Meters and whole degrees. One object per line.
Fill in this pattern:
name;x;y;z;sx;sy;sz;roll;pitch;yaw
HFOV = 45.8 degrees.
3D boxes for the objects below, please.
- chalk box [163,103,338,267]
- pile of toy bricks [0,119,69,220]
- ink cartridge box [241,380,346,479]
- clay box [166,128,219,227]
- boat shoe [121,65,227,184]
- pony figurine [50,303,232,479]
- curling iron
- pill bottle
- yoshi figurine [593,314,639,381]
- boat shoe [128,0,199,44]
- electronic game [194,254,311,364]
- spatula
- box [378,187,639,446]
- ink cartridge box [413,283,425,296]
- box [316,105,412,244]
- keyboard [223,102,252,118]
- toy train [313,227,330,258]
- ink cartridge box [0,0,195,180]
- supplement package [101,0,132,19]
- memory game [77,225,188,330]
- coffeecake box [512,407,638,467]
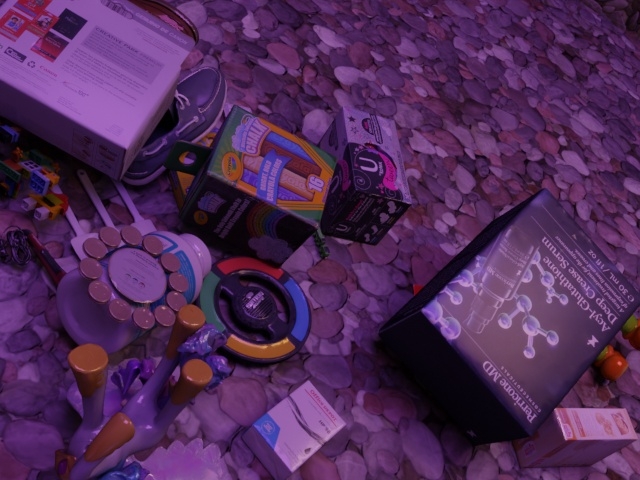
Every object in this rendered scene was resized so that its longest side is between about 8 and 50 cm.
chalk box;-0.145;-0.112;1.421;0.288;0.180;0.179;27;53;-14
pile of toy bricks;-0.521;-0.138;1.351;0.212;0.118;0.105;35;29;13
ink cartridge box;-0.033;0.315;1.300;0.104;0.060;0.180;47;47;12
clay box;-0.238;-0.129;1.538;0.127;0.053;0.222;-5;57;-31
boat shoe;-0.287;-0.247;1.494;0.116;0.099;0.319;29;62;12
pony figurine;-0.264;0.262;1.063;0.303;0.364;0.351;43;30;17
curling iron;-0.441;0.084;1.275;0.274;0.035;0.068;46;68;3
pill bottle;-0.297;0.073;1.267;0.146;0.146;0.264;45;35;9
yoshi figurine;0.567;0.135;1.693;0.362;0.203;0.203;45;53;13
boat shoe;-0.425;-0.491;1.689;0.307;0.111;0.104;26;50;4
electronic game;-0.123;0.125;1.408;0.229;0.048;0.229;15;50;-18
spatula;-0.405;-0.050;1.407;0.168;0.019;0.242;-19;67;-37
box;0.366;0.145;1.464;0.395;0.212;0.293;-41;88;-25
ink cartridge box;0.276;0.171;1.599;0.145;0.045;0.179;13;53;-21
box;0.085;-0.143;1.653;0.142;0.163;0.247;11;51;-24
keyboard;-0.161;-0.202;1.665;0.072;0.014;0.256;2;55;-28
toy train;0.000;0.000;1.591;0.017;0.024;0.083;-4;58;-31
ink cartridge box;-0.419;-0.306;1.346;0.309;0.130;0.272;30;61;-7
supplement package;-0.460;-0.377;1.543;0.261;0.145;0.204;23;48;-12
memory game;-0.283;0.055;1.161;0.186;0.012;0.186;28;41;-27
coffeecake box;0.495;0.387;1.483;0.185;0.142;0.068;6;52;-25
